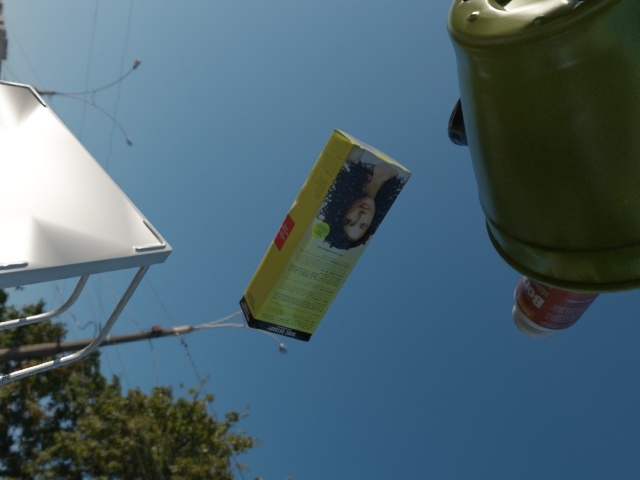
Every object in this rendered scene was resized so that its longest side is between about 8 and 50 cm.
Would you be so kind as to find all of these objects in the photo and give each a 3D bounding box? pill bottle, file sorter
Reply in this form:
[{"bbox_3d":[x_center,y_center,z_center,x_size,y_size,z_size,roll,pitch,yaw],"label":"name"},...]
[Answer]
[{"bbox_3d":[0.419,0.088,1.006,0.216,0.121,0.121,93,-25,-54],"label":"pill bottle"},{"bbox_3d":[-0.328,-0.014,0.545,0.277,0.193,0.173,45,-65,19],"label":"file sorter"}]

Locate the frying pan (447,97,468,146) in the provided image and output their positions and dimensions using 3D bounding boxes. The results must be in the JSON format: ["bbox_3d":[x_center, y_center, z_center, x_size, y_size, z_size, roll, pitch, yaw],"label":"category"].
[{"bbox_3d":[0.341,-0.225,1.030,0.197,0.326,0.053,-46,-120,17],"label":"frying pan"}]

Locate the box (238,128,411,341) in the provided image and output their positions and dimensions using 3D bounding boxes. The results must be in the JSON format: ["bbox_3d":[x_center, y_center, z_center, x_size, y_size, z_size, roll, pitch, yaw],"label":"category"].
[{"bbox_3d":[0.000,0.000,0.629,0.232,0.087,0.058,-60,-147,16],"label":"box"}]

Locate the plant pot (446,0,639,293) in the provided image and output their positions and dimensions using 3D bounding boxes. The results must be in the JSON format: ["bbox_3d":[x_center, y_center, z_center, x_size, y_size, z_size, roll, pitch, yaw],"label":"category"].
[{"bbox_3d":[0.331,-0.182,0.713,0.366,0.353,0.366,-23,-141,21],"label":"plant pot"}]
